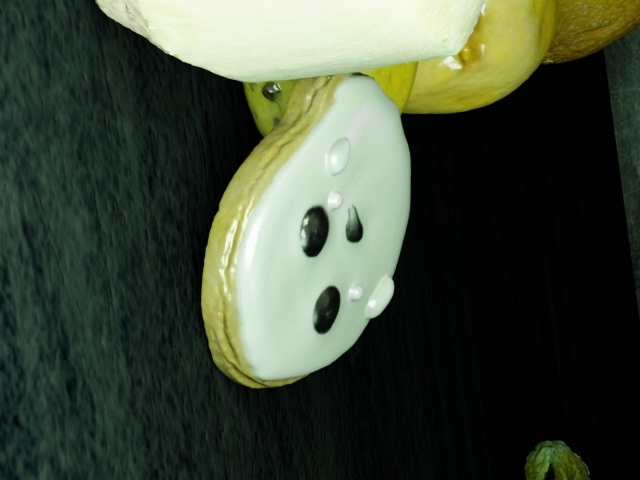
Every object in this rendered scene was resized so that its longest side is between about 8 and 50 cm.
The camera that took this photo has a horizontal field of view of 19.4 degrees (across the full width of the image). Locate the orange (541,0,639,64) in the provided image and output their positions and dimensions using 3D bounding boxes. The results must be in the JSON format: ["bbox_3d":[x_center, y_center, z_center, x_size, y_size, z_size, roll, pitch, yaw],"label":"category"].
[{"bbox_3d":[0.183,-0.317,1.659,0.357,0.322,0.322,-6,88,-65],"label":"orange"}]

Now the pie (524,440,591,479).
[{"bbox_3d":[0.279,0.381,2.114,0.371,0.078,0.296,62,24,-50],"label":"pie"}]

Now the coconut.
[{"bbox_3d":[-0.001,-0.206,1.030,0.233,0.245,0.233,-8,90,-78],"label":"coconut"}]

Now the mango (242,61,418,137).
[{"bbox_3d":[0.016,-0.147,1.276,0.137,0.098,0.195,48,61,-46],"label":"mango"}]

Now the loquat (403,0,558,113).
[{"bbox_3d":[0.084,-0.196,1.426,0.208,0.208,0.208,-7,90,-75],"label":"loquat"}]

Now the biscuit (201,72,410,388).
[{"bbox_3d":[0.000,0.000,1.172,0.208,0.049,0.181,-57,144,-34],"label":"biscuit"}]
